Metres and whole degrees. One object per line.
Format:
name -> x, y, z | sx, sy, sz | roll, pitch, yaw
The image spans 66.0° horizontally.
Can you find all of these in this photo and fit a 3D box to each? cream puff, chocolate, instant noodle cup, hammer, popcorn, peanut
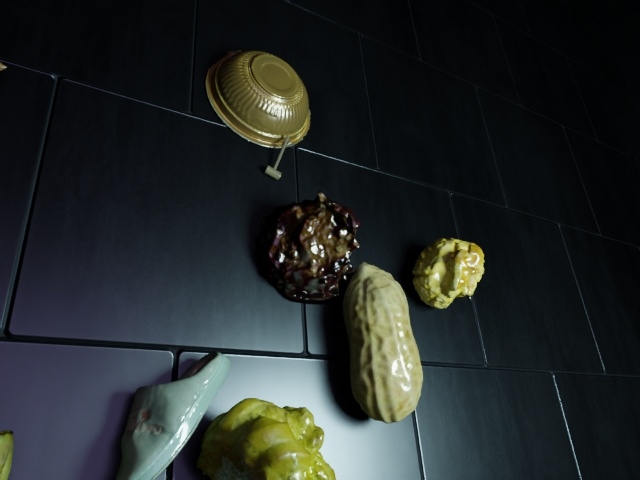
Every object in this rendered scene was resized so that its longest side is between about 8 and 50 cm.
cream puff -> -0.066, 0.339, 0.756 | 0.195, 0.195, 0.221 | -21, 83, -39
chocolate -> 0.000, 0.000, 0.974 | 0.224, 0.177, 0.206 | 46, 50, -3
instant noodle cup -> -0.119, -0.348, 1.135 | 0.274, 0.091, 0.274 | 16, 57, -27
hammer -> -0.090, -0.189, 1.098 | 0.036, 0.019, 0.110 | 27, 70, -19
popcorn -> 0.297, 0.075, 1.145 | 0.180, 0.180, 0.170 | -22, 46, -40
peanut -> 0.121, 0.191, 0.981 | 0.153, 0.140, 0.325 | 38, 39, -49

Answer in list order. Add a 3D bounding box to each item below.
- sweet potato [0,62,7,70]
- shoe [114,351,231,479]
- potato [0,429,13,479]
sweet potato -> -0.624, -0.303, 0.789 | 0.206, 0.068, 0.060 | -4, 50, -28
shoe -> -0.232, 0.252, 0.734 | 0.100, 0.103, 0.251 | 43, 45, -9
potato -> -0.400, 0.291, 0.570 | 0.081, 0.149, 0.120 | -4, 71, -29
